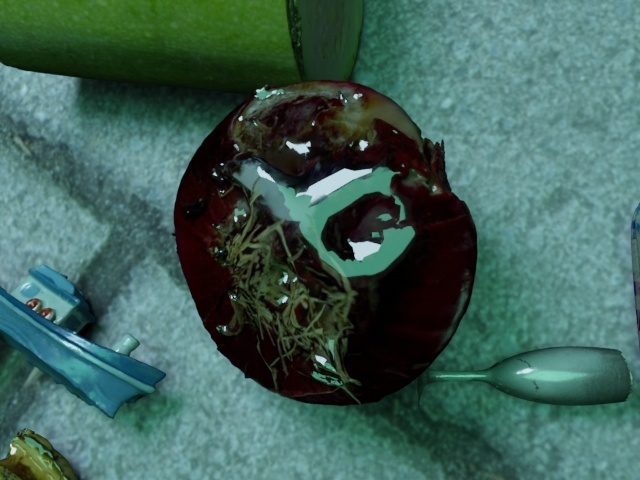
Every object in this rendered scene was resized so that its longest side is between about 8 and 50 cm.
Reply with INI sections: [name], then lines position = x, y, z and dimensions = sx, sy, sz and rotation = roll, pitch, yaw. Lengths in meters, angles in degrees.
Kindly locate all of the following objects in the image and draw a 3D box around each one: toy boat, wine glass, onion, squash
[toy boat]
position = -0.274, 0.110, 0.647
dimensions = 0.238, 0.109, 0.098
rotation = 27, 59, 20
[wine glass]
position = 0.195, 0.133, 0.568
dimensions = 0.198, 0.066, 0.066
rotation = -3, 77, 9
[onion]
position = 0.000, 0.000, 0.556
dimensions = 0.314, 0.232, 0.314
rotation = 6, 103, 29
[squash]
position = -0.159, -0.297, 0.625
dimensions = 0.384, 0.263, 0.263
rotation = 10, 80, 13

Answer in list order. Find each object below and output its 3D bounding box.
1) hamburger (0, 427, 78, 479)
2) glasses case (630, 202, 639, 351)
[hamburger]
position = -0.334, 0.341, 0.602
dimensions = 0.131, 0.124, 0.262
rotation = 19, 86, -4
[glasses case]
position = 0.371, 0.101, 0.531
dimensions = 0.125, 0.076, 0.327
rotation = -2, 78, 12
